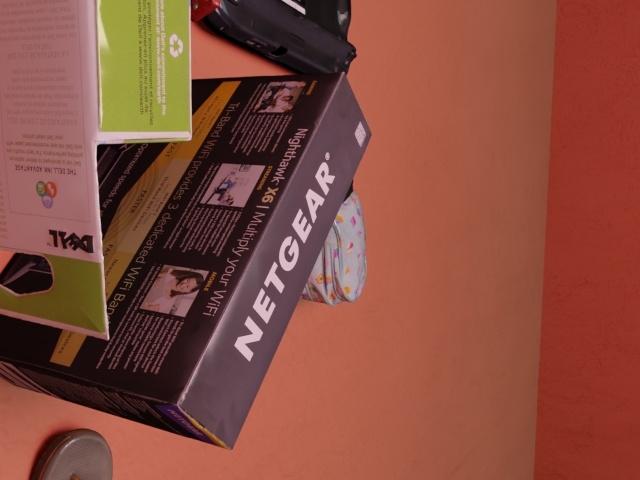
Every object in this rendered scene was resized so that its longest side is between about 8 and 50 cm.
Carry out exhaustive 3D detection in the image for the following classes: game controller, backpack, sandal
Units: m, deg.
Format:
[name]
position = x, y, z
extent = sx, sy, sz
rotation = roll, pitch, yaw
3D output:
[game controller]
position = -0.047, -0.304, 0.857
extent = 0.319, 0.067, 0.167
rotation = 6, 76, -60
[backpack]
position = 0.000, 0.000, 0.919
extent = 0.152, 0.115, 0.182
rotation = -39, 130, -54
[sandal]
position = -0.227, 0.285, 0.632
extent = 0.090, 0.060, 0.219
rotation = 25, 74, -58

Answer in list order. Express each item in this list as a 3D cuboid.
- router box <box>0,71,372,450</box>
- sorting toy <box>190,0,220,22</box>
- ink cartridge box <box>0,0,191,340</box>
[router box]
position = -0.122, -0.007, 0.583
extent = 0.309, 0.243, 0.081
rotation = -65, 144, -28
[sorting toy]
position = -0.121, -0.321, 0.655
extent = 0.046, 0.132, 0.275
rotation = 18, 77, -36
[ink cartridge box]
position = -0.194, -0.076, 0.504
extent = 0.097, 0.188, 0.255
rotation = -19, 112, -59
